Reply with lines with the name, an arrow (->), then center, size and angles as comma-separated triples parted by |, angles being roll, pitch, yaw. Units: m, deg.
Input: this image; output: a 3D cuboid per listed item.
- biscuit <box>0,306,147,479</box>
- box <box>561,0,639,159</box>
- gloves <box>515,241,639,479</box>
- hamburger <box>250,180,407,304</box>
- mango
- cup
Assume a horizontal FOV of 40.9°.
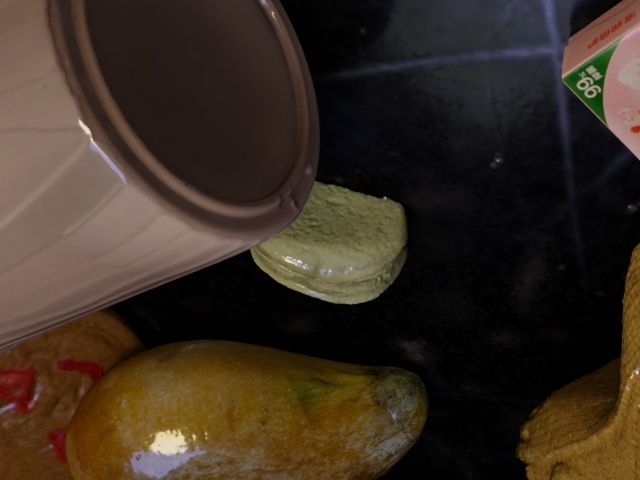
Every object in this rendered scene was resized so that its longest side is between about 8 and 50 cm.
biscuit -> -0.277, 0.155, 0.794 | 0.257, 0.049, 0.273 | -28, 129, -1
box -> 0.204, -0.081, 0.461 | 0.125, 0.043, 0.089 | 39, 134, -16
gloves -> 0.254, 0.086, 0.500 | 0.203, 0.155, 0.356 | -2, 143, -21
hamburger -> -0.001, 0.003, 0.599 | 0.121, 0.084, 0.054 | 21, 138, 5
mango -> -0.063, 0.166, 0.747 | 0.316, 0.146, 0.193 | -10, 131, 4
cup -> -0.171, -0.090, 0.519 | 0.273, 0.208, 0.288 | -18, 86, 34
